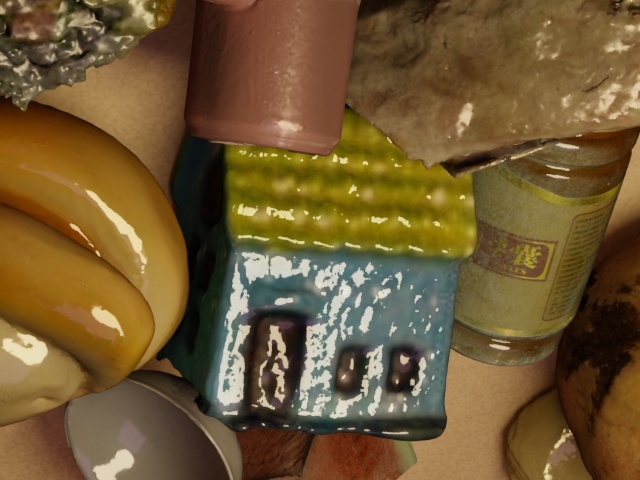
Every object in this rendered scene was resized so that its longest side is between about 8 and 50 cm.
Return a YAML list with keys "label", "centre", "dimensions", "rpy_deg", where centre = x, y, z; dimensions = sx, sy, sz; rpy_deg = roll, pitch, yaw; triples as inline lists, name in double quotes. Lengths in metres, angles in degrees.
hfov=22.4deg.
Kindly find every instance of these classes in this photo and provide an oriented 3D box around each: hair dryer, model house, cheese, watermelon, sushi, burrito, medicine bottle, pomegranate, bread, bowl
- label: "hair dryer"
  centre: [-0.098, -0.179, 1.145]
  dimensions: [0.352, 0.125, 0.210]
  rpy_deg: [4, 94, -55]
- label: "model house"
  centre: [0.000, 0.000, 1.418]
  dimensions: [0.237, 0.215, 0.303]
  rpy_deg: [5, 98, -20]
- label: "cheese"
  centre: [0.316, 0.241, 1.759]
  dimensions: [0.214, 0.117, 0.226]
  rpy_deg: [-27, 126, -3]
- label: "watermelon"
  centre: [-0.069, 0.218, 1.569]
  dimensions: [0.318, 0.226, 0.148]
  rpy_deg: [-19, 104, -4]
- label: "sushi"
  centre: [-0.215, -0.211, 1.217]
  dimensions: [0.184, 0.139, 0.274]
  rpy_deg: [-33, 129, 8]
- label: "burrito"
  centre: [0.132, -0.140, 1.285]
  dimensions: [0.347, 0.175, 0.107]
  rpy_deg: [-7, 165, 22]
- label: "medicine bottle"
  centre: [0.191, -0.049, 1.463]
  dimensions: [0.151, 0.151, 0.322]
  rpy_deg: [0, 127, -17]
- label: "pomegranate"
  centre: [0.379, 0.138, 1.552]
  dimensions: [0.322, 0.322, 0.322]
  rpy_deg: [-8, 129, -10]
- label: "bread"
  centre: [-0.319, 0.066, 1.323]
  dimensions: [0.424, 0.245, 0.329]
  rpy_deg: [-12, 137, 13]
- label: "bowl"
  centre: [-0.134, 0.181, 1.473]
  dimensions: [0.189, 0.086, 0.189]
  rpy_deg: [19, 128, 25]
